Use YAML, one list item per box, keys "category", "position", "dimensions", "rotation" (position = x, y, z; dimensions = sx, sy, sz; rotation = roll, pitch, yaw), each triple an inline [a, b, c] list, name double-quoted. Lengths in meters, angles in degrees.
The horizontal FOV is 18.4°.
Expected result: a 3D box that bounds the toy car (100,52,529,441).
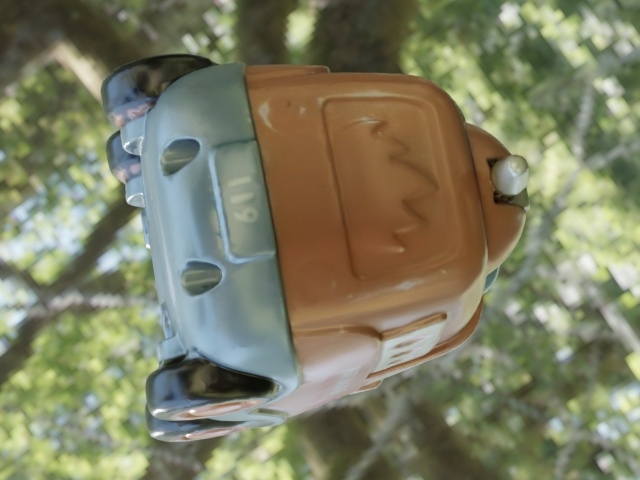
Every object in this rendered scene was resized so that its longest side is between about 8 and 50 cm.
- category: "toy car"
  position: [0.000, 0.000, 1.057]
  dimensions: [0.270, 0.212, 0.180]
  rotation: [113, 148, -77]
